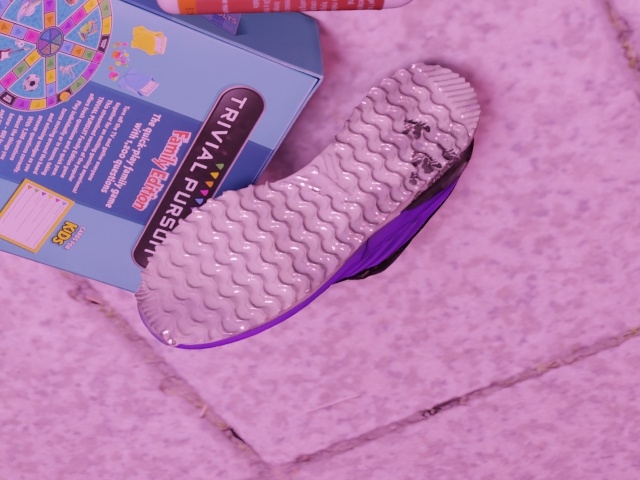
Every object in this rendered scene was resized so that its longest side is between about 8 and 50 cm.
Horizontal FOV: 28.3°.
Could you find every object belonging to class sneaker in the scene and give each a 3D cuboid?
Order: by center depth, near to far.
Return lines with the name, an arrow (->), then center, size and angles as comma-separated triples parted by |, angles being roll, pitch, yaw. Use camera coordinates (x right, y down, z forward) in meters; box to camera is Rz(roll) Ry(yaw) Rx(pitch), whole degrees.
sneaker -> 0.001, 0.000, 0.955 | 0.293, 0.102, 0.146 | -35, 160, -13

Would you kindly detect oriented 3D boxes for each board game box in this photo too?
board game box -> -0.205, -0.105, 0.918 | 0.336, 0.079, 0.254 | 19, 128, -21

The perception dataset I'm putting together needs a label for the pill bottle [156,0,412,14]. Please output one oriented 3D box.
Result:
pill bottle -> 0.001, -0.207, 0.810 | 0.216, 0.121, 0.121 | -1, 133, -3
